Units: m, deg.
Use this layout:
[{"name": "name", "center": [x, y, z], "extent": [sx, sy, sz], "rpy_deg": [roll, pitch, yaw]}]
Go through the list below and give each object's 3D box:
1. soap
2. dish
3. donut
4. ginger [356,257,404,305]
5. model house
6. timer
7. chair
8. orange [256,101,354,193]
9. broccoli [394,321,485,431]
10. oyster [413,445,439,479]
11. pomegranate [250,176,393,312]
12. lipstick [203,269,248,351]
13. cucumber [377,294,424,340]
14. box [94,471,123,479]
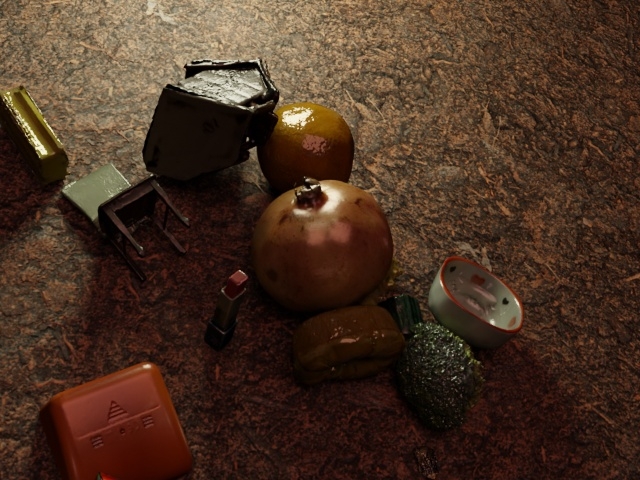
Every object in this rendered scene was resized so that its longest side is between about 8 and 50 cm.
[{"name": "soap", "center": [-0.695, -0.254, 2.025], "extent": [0.076, 0.135, 0.233], "rpy_deg": [-30, 71, -29]}, {"name": "dish", "center": [0.367, 0.168, 2.058], "extent": [0.256, 0.117, 0.256], "rpy_deg": [23, 31, -15]}, {"name": "donut", "center": [0.063, 0.233, 1.906], "extent": [0.261, 0.208, 0.128], "rpy_deg": [-5, 61, -24]}, {"name": "ginger", "center": [0.140, 0.099, 2.084], "extent": [0.115, 0.081, 0.205], "rpy_deg": [18, 50, -19]}, {"name": "model house", "center": [-0.237, -0.293, 2.095], "extent": [0.297, 0.317, 0.282], "rpy_deg": [31, 37, 10]}, {"name": "timer", "center": [-0.415, 0.404, 1.731], "extent": [0.257, 0.161, 0.250], "rpy_deg": [-18, 81, -25]}, {"name": "chair", "center": [-0.458, -0.081, 1.964], "extent": [0.160, 0.186, 0.319], "rpy_deg": [-36, 77, -25]}, {"name": "orange", "center": [-0.041, -0.228, 2.132], "extent": [0.264, 0.264, 0.264], "rpy_deg": [7, 58, -12]}, {"name": "broccoli", "center": [0.271, 0.307, 1.943], "extent": [0.198, 0.176, 0.226], "rpy_deg": [-33, 35, 9]}, {"name": "oyster", "center": [0.244, 0.503, 1.905], "extent": [0.054, 0.019, 0.083], "rpy_deg": [-5, 62, -19]}, {"name": "pomegranate", "center": [0.000, 0.000, 1.947], "extent": [0.338, 0.338, 0.338], "rpy_deg": [7, 58, -12]}, {"name": "lipstick", "center": [-0.203, 0.150, 1.815], "extent": [0.051, 0.312, 0.051], "rpy_deg": [41, 58, 11]}, {"name": "cucumber", "center": [0.204, 0.196, 2.055], "extent": [0.116, 0.062, 0.115], "rpy_deg": [2, 56, -17]}, {"name": "box", "center": [-0.374, 0.537, 1.640], "extent": [0.175, 0.048, 0.112], "rpy_deg": [25, 84, -19]}]
